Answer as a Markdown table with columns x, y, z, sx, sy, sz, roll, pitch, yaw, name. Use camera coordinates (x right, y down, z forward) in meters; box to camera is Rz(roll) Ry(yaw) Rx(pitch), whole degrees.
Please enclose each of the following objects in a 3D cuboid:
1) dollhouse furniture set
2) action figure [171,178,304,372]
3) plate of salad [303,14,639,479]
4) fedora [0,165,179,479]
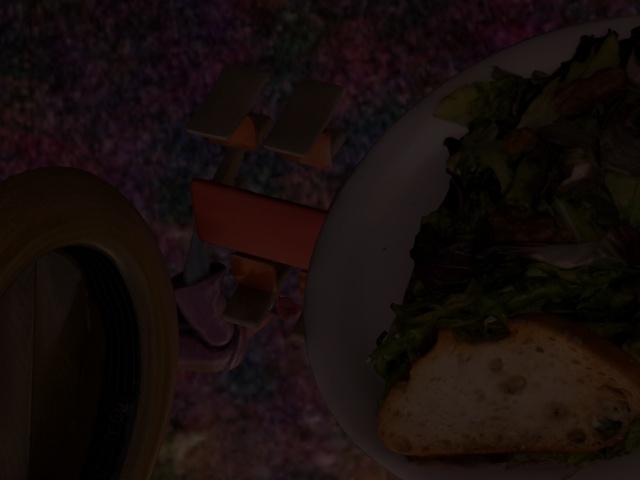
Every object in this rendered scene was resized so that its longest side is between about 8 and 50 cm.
| x | y | z | sx | sy | sz | roll | pitch | yaw | name |
| --- | --- | --- | --- | --- | --- | --- | --- | --- | --- |
| 0.000 | 0.000 | 1.283 | 0.259 | 0.135 | 0.262 | 14 | 139 | 18 | dollhouse furniture set |
| -0.191 | 0.099 | 1.461 | 0.370 | 0.276 | 0.248 | -3 | 165 | -15 | action figure |
| 0.080 | -0.006 | 0.466 | 0.199 | 0.200 | 0.048 | -23 | 136 | 15 | plate of salad |
| -0.131 | 0.062 | 0.547 | 0.079 | 0.194 | 0.194 | 13 | 152 | 26 | fedora |
